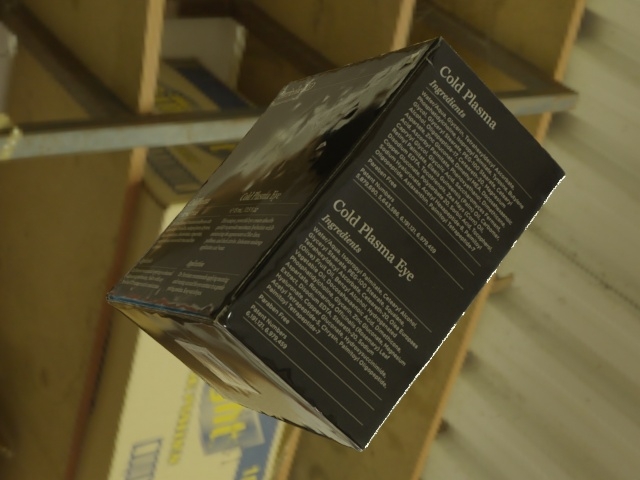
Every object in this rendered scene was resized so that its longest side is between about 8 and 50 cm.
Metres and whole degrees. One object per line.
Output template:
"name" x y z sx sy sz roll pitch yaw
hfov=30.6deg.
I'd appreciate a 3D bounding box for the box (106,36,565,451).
"box" 0.000 0.000 1.108 0.179 0.312 0.343 43 -16 -19
